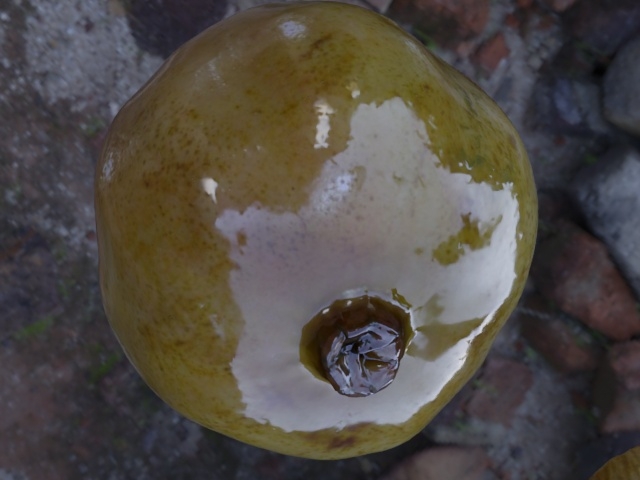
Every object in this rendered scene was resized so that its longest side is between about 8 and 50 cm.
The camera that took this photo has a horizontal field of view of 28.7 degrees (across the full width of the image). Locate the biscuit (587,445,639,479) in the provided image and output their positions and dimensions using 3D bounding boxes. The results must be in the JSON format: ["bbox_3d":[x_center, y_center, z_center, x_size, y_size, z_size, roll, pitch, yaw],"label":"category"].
[{"bbox_3d":[0.271,0.251,0.992,0.144,0.224,0.033,1,130,-3],"label":"biscuit"}]

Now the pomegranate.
[{"bbox_3d":[0.000,0.000,1.122,0.416,0.416,0.417,-21,131,-26],"label":"pomegranate"}]
